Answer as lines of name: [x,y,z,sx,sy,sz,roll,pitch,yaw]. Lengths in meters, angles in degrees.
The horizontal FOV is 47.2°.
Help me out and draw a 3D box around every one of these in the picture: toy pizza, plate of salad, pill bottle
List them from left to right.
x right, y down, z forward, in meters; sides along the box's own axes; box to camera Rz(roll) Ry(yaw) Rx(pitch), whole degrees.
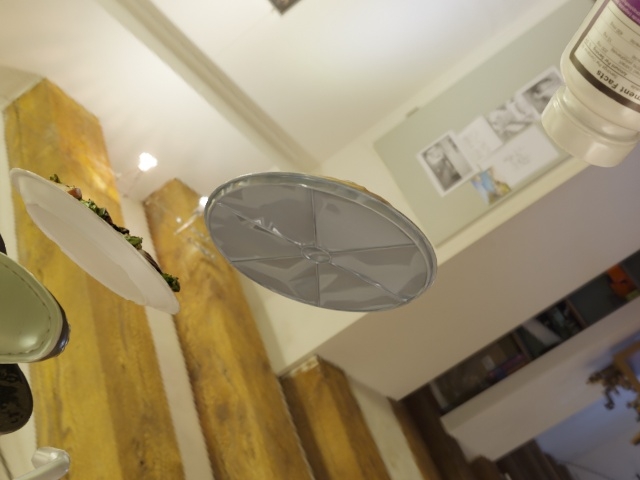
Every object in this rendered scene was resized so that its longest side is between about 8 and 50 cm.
plate of salad: [-0.205,-0.002,0.688,0.200,0.048,0.200,31,156,15]
toy pizza: [0.000,0.000,0.619,0.201,0.201,0.032,45,-130,-37]
pill bottle: [0.257,-0.153,0.568,0.108,0.193,0.108,13,-136,-13]

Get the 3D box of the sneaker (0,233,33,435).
sneaker: [-0.426,0.104,0.870,0.090,0.145,0.270,-10,-98,-47]

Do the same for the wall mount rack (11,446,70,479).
wall mount rack: [-0.291,0.267,0.547,0.130,0.304,0.349,-17,-81,-56]

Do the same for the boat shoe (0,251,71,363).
boat shoe: [-0.287,0.046,0.593,0.228,0.081,0.068,18,164,21]
